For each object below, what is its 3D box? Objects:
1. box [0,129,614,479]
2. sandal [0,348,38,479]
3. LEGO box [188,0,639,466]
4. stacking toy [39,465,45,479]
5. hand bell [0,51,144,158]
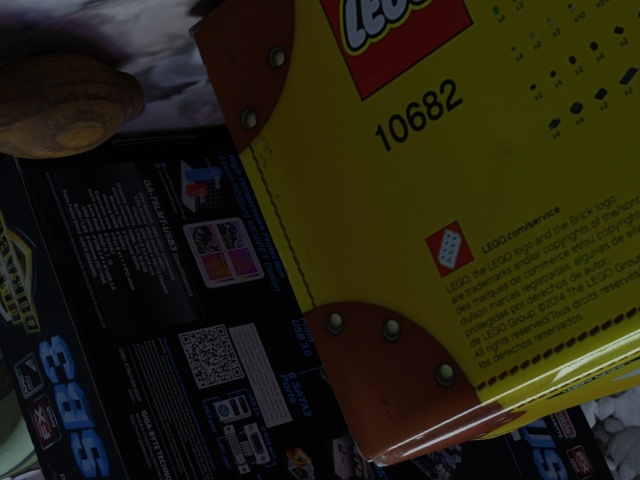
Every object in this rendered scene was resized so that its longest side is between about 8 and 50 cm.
[{"bbox_3d":[0.006,0.085,0.661,0.293,0.295,0.073,-10,163,-45],"label":"box"},{"bbox_3d":[-0.264,0.122,0.811,0.303,0.120,0.086,-38,149,29],"label":"sandal"},{"bbox_3d":[0.263,-0.116,0.498,0.500,0.193,0.372,-32,164,36],"label":"LEGO box"},{"bbox_3d":[-0.092,0.183,0.877,0.175,0.302,0.166,-29,165,23],"label":"stacking toy"},{"bbox_3d":[-0.127,-0.041,0.437,0.126,0.126,0.242,-28,179,24],"label":"hand bell"}]
